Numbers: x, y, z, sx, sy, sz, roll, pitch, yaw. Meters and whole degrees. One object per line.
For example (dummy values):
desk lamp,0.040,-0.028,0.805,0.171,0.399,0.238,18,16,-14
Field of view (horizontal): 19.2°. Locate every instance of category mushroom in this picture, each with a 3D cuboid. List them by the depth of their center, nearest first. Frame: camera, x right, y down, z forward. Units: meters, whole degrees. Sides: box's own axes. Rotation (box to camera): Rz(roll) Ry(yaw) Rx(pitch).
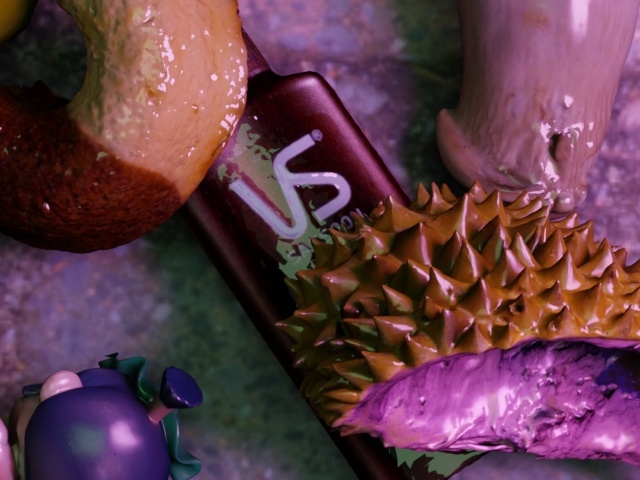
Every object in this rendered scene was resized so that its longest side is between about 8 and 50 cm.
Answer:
mushroom,0.109,-0.211,1.176,0.177,0.126,0.397,-22,83,11

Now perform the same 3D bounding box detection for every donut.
donut,-0.133,-0.081,1.094,0.141,0.085,0.217,42,101,18

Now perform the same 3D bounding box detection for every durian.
durian,0.112,0.038,1.075,0.260,0.154,0.186,-1,45,-31

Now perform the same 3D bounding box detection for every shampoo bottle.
shampoo bottle,0.000,0.000,1.148,0.129,0.084,0.323,-32,85,-12

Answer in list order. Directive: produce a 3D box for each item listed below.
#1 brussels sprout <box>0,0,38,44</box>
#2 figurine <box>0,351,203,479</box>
brussels sprout,-0.336,-0.181,1.051,0.371,0.315,0.276,-37,63,-5
figurine,-0.163,0.131,1.104,0.195,0.102,0.111,-12,115,-12
